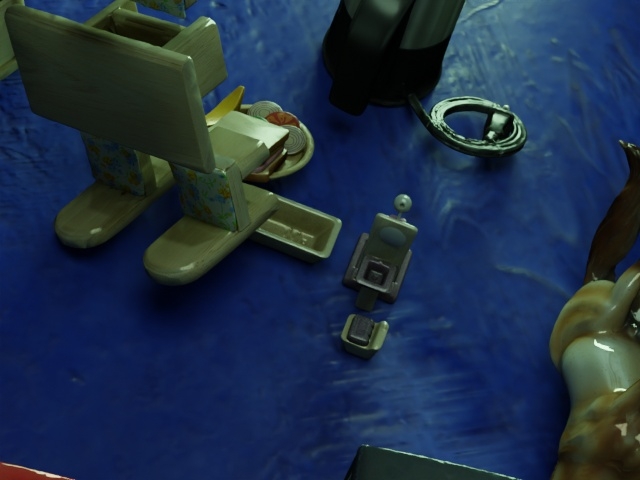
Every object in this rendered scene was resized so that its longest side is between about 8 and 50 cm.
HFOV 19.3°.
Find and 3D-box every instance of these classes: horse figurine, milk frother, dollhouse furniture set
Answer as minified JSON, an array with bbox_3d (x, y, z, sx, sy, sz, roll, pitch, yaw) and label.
[{"bbox_3d":[0.181,0.067,1.099,0.066,0.174,0.263,25,42,-19],"label":"horse figurine"},{"bbox_3d":[0.081,-0.136,1.212,0.143,0.134,0.129,13,55,-5],"label":"milk frother"},{"bbox_3d":[-0.173,-0.089,1.078,0.242,0.212,0.161,20,47,34],"label":"dollhouse furniture set"},{"bbox_3d":[0.000,0.000,1.130,0.114,0.081,0.091,21,53,2],"label":"dollhouse furniture set"}]

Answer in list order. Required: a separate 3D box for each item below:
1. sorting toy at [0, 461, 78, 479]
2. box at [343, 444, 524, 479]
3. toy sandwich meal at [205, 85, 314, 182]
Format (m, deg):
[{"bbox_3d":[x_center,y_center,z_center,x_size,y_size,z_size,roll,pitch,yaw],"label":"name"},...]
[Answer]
[{"bbox_3d":[-0.193,0.211,0.880,0.257,0.089,0.255,19,51,-26],"label":"sorting toy"},{"bbox_3d":[0.038,0.217,0.909,0.108,0.207,0.153,14,54,-4],"label":"box"},{"bbox_3d":[-0.043,-0.067,1.188,0.086,0.029,0.085,5,40,-4],"label":"toy sandwich meal"}]
